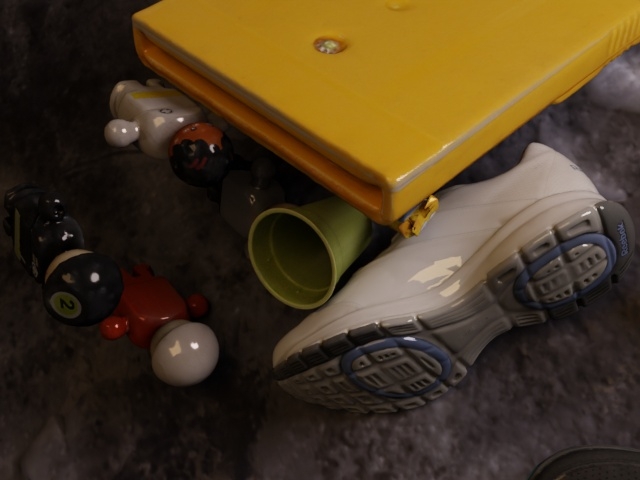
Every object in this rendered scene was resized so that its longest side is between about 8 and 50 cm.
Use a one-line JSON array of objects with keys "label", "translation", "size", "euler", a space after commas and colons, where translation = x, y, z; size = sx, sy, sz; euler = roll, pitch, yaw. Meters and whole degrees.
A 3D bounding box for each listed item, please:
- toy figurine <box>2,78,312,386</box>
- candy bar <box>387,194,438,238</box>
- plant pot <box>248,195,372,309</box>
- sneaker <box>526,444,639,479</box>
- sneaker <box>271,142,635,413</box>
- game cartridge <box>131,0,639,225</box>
[{"label": "toy figurine", "translation": [-0.124, -0.005, 0.747], "size": [0.209, 0.213, 0.148], "euler": [-45, 48, -3]}, {"label": "candy bar", "translation": [0.055, -0.031, 0.742], "size": [0.040, 0.018, 0.161], "euler": [-48, 19, -2]}, {"label": "plant pot", "translation": [0.000, 0.000, 0.720], "size": [0.083, 0.079, 0.083], "euler": [18, 123, 31]}, {"label": "sneaker", "translation": [0.268, 0.222, 0.531], "size": [0.341, 0.140, 0.125], "euler": [27, 85, 31]}, {"label": "sneaker", "translation": [0.091, 0.034, 0.716], "size": [0.297, 0.111, 0.129], "euler": [-29, 40, 11]}, {"label": "game cartridge", "translation": [0.062, -0.170, 0.738], "size": [0.324, 0.052, 0.285], "euler": [-34, 54, -30]}]
